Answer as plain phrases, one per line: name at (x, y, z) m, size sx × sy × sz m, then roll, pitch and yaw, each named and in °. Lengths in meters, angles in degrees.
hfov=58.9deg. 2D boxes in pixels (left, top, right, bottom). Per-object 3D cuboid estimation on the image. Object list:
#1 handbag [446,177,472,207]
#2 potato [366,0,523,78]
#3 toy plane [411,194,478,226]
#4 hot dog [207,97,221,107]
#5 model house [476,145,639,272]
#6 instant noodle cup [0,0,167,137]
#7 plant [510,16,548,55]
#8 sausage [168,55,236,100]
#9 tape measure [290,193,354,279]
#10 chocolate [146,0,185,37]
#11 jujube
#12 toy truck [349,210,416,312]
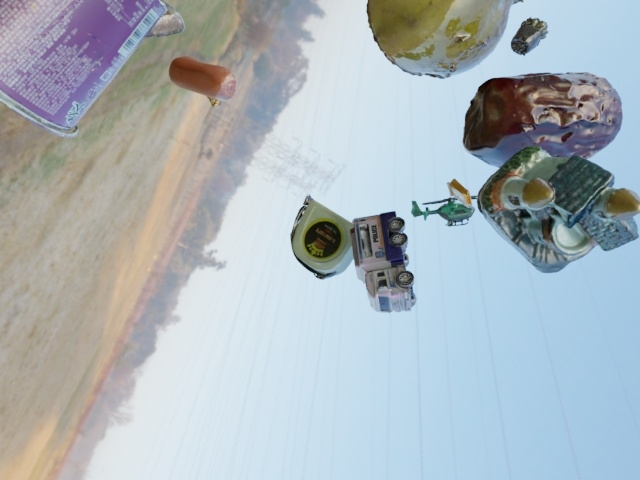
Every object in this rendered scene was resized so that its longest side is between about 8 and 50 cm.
handbag at (0.391, -0.132, 1.592) m, size 0.027 × 0.061 × 0.083 m, roll -31°, pitch -139°, yaw -3°
potato at (0.361, -0.641, 1.446) m, size 0.319 × 0.385 × 0.442 m, roll -11°, pitch -134°, yaw 57°
toy plane at (0.417, -0.098, 1.883) m, size 0.235 × 0.096 × 0.060 m, roll -6°, pitch -157°, yaw 22°
hot dog at (-0.409, -0.552, 2.151) m, size 0.045 × 0.071 × 0.165 m, roll -31°, pitch -148°, yaw 0°
model house at (0.477, -0.055, 1.073) m, size 0.184 × 0.253 × 0.291 m, roll -43°, pitch -170°, yaw -6°
instant noodle cup at (-0.421, -0.371, 0.870) m, size 0.266 × 0.340 × 0.340 m, roll -44°, pitch -163°, yaw 4°
plant at (0.690, -0.675, 1.876) m, size 0.143 × 0.092 × 0.094 m, roll -48°, pitch 151°, yaw -23°
sausage at (-0.277, -0.380, 1.323) m, size 0.077 × 0.194 × 0.077 m, roll -47°, pitch 149°, yaw -39°
tape measure at (0.000, 0.000, 1.766) m, size 0.207 × 0.235 × 0.115 m, roll -56°, pitch 156°, yaw -2°
chocolate at (-0.425, -0.537, 1.306) m, size 0.254 × 0.157 × 0.080 m, roll 44°, pitch -38°, yaw 45°
jujube at (0.545, -0.305, 1.420) m, size 0.258 × 0.376 × 0.258 m, roll 170°, pitch -90°, yaw -89°
toy truck at (0.166, 0.063, 1.521) m, size 0.124 × 0.155 × 0.268 m, roll 74°, pitch 10°, yaw -52°
